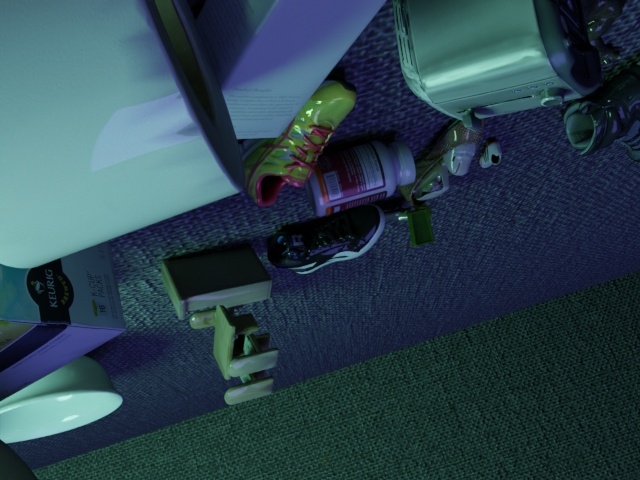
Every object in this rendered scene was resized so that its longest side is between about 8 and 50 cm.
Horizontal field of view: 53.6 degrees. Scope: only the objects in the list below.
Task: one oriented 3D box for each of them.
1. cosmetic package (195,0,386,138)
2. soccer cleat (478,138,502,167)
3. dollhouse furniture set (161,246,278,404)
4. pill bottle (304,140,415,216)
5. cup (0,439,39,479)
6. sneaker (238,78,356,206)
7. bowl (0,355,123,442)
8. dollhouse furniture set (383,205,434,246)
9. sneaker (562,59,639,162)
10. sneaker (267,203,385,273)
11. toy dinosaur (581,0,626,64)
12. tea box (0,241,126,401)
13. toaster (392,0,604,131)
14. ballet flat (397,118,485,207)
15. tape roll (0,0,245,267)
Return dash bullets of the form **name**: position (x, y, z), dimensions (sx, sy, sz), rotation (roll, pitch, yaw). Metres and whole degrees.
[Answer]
- **cosmetic package**: position (-0.046, -0.192, 0.593), dimensions (0.117, 0.085, 0.231), rotation (-10, 157, -41)
- **soccer cleat**: position (0.288, -0.138, 1.069), dimensions (0.029, 0.035, 0.083), rotation (-17, 158, -5)
- **dollhouse furniture set**: position (-0.190, 0.147, 1.133), dimensions (0.161, 0.212, 0.242), rotation (-10, 130, -26)
- **pill bottle**: position (0.055, -0.094, 0.915), dimensions (0.152, 0.086, 0.086), rotation (-16, 158, -8)
- **cup**: position (-0.414, 0.277, 0.579), dimensions (0.331, 0.331, 0.236), rotation (-8, 129, -25)
- **sneaker**: position (-0.025, -0.115, 0.788), dimensions (0.082, 0.094, 0.208), rotation (6, 146, -44)
- **bowl**: position (-0.558, 0.296, 1.268), dimensions (0.298, 0.134, 0.298), rotation (-16, 157, -7)
- **dollhouse furniture set**: position (0.147, -0.025, 1.109), dimensions (0.076, 0.058, 0.152), rotation (-13, -173, -18)
- **sneaker**: position (0.485, -0.186, 1.044), dimensions (0.153, 0.101, 0.268), rotation (-24, 152, 14)
- **sneaker**: position (0.000, 0.000, 1.099), dimensions (0.217, 0.079, 0.121), rotation (-31, 157, 30)
- **toy dinosaur**: position (0.255, -0.255, 0.706), dimensions (0.314, 0.121, 0.160), rotation (-18, 147, 9)
- **tea box**: position (-0.453, 0.052, 0.661), dimensions (0.329, 0.219, 0.324), rotation (-29, 157, 22)
- **toaster**: position (0.153, -0.216, 0.572), dimensions (0.147, 0.226, 0.129), rotation (-13, 167, 37)
- **ballet flat**: position (0.198, -0.118, 1.000), dimensions (0.073, 0.067, 0.206), rotation (-5, 154, -30)
- **tape roll**: position (-0.175, -0.121, 0.450), dimensions (0.169, 0.246, 0.246), rotation (-20, 158, 1)
